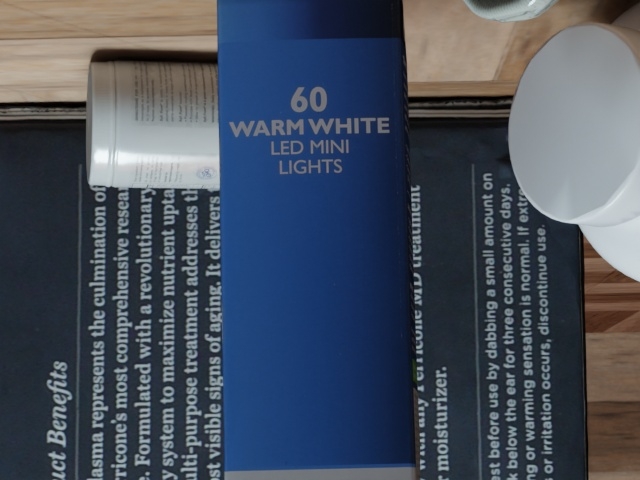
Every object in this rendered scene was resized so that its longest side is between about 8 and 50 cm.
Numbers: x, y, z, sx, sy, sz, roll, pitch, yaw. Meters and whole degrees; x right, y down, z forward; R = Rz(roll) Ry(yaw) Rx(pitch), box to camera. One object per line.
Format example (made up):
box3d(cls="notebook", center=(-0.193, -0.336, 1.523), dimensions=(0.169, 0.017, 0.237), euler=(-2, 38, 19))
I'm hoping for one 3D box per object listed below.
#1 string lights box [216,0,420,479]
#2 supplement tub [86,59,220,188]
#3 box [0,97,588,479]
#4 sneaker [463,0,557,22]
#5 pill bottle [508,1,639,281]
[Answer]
box3d(cls="string lights box", center=(0.000, 0.000, 0.677), dimensions=(0.077, 0.259, 0.133), euler=(-2, 171, 1))
box3d(cls="supplement tub", center=(-0.073, -0.063, 0.883), dimensions=(0.107, 0.071, 0.071), euler=(2, 171, -11))
box3d(cls="box", center=(-0.080, 0.089, 1.176), dimensions=(0.472, 0.297, 0.480), euler=(1, 171, -1))
box3d(cls="sneaker", center=(0.075, -0.111, 0.422), dimensions=(0.262, 0.121, 0.099), euler=(4, 171, -29))
box3d(cls="pill bottle", center=(0.222, -0.044, 0.797), dimensions=(0.264, 0.146, 0.146), euler=(4, 170, -34))
